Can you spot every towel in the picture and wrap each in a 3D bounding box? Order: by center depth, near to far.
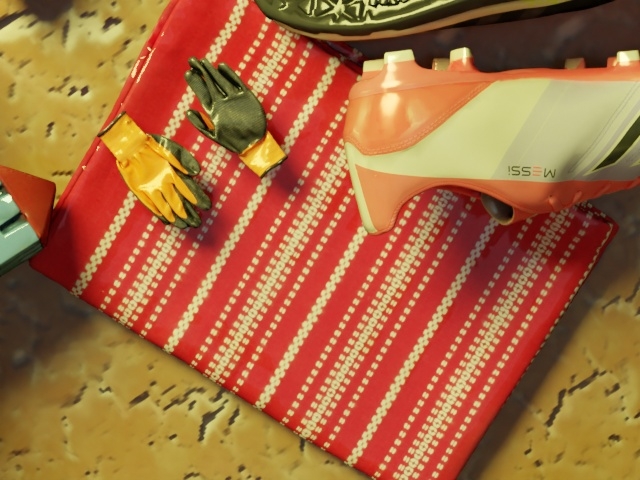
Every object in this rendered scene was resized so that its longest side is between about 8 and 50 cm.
[{"bbox_3d":[0.000,0.000,0.911,0.275,0.031,0.199,32,95,-4],"label":"towel"}]

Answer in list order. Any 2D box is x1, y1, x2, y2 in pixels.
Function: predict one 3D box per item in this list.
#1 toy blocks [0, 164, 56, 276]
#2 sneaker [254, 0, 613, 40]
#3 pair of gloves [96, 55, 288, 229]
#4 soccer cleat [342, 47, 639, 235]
[{"bbox_3d":[-0.311,-0.060,0.837,0.261,0.191,0.381,-34,88,-9],"label":"toy blocks"},{"bbox_3d":[0.079,-0.138,0.868,0.235,0.097,0.084,-2,79,17],"label":"sneaker"},{"bbox_3d":[-0.067,-0.051,0.882,0.083,0.010,0.074,-37,96,2],"label":"pair of gloves"},{"bbox_3d":[0.133,-0.052,0.868,0.248,0.083,0.095,-1,92,-13],"label":"soccer cleat"}]
